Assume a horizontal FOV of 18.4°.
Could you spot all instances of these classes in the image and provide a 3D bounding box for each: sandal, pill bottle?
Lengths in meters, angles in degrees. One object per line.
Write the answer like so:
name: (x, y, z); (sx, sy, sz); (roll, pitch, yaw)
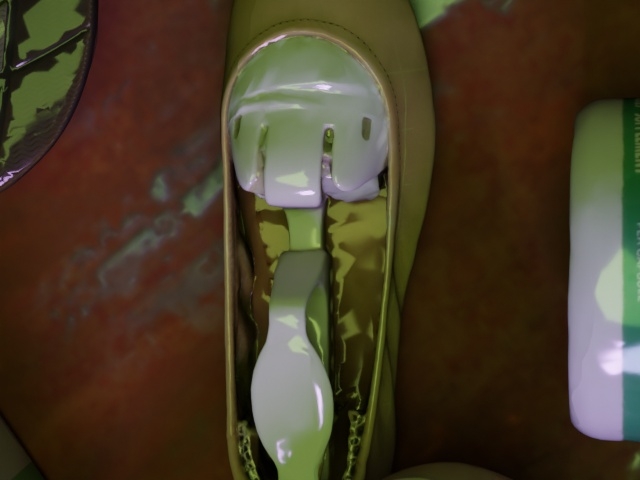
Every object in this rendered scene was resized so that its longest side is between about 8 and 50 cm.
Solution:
sandal: (-0.124, -0.121, 0.718); (0.090, 0.060, 0.219); (-4, 84, 3)
pill bottle: (0.188, 0.010, 0.655); (0.208, 0.117, 0.117); (1, 99, 9)

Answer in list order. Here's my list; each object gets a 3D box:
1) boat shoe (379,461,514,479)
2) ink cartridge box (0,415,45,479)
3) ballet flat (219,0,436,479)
boat shoe: (-0.037, 0.222, 0.690); (0.123, 0.123, 0.342); (39, 116, -15)
ink cartridge box: (-0.233, 0.041, 0.680); (0.119, 0.207, 0.353); (-34, 91, 11)
ballet flat: (0.000, 0.000, 0.705); (0.080, 0.073, 0.232); (0, 98, 11)
